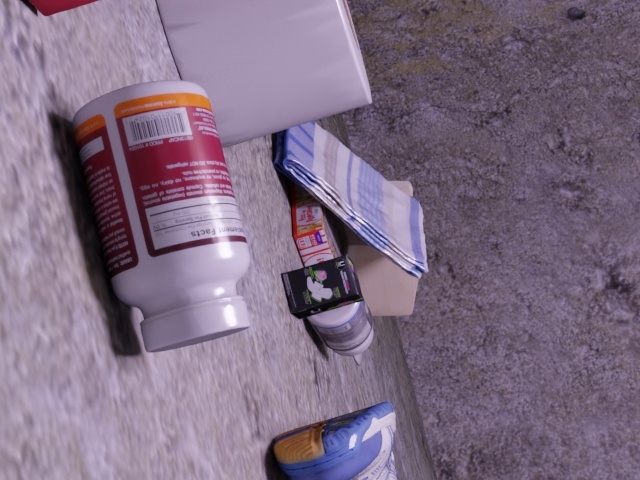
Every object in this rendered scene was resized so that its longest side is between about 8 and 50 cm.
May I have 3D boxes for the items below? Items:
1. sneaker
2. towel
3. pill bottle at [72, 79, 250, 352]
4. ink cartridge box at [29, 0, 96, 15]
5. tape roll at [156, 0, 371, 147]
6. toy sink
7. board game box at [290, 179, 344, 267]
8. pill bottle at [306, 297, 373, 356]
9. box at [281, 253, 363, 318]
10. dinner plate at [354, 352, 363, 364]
[{"bbox_3d":[0.035,0.228,1.096,0.296,0.112,0.131,40,35,-78],"label":"sneaker"},{"bbox_3d":[0.050,-0.081,1.705,0.285,0.034,0.209,38,26,-20],"label":"towel"},{"bbox_3d":[-0.092,-0.013,0.697,0.086,0.086,0.152,34,41,-81],"label":"pill bottle"},{"bbox_3d":[-0.166,-0.221,0.633,0.175,0.072,0.127,52,23,-75],"label":"ink cartridge box"},{"bbox_3d":[-0.058,-0.234,1.197,0.246,0.169,0.246,-15,90,-84],"label":"tape roll"},{"bbox_3d":[0.088,-0.009,1.903,0.234,0.131,0.152,-100,-167,-51],"label":"toy sink"},{"bbox_3d":[0.000,0.000,1.684,0.193,0.045,0.146,-95,167,-61],"label":"board game box"},{"bbox_3d":[0.025,0.098,1.501,0.137,0.078,0.078,63,13,-62],"label":"pill bottle"},{"bbox_3d":[0.003,0.056,1.386,0.062,0.083,0.052,48,27,-75],"label":"box"},{"bbox_3d":[0.052,0.140,1.938,0.141,0.017,0.141,-17,90,-85],"label":"dinner plate"}]
